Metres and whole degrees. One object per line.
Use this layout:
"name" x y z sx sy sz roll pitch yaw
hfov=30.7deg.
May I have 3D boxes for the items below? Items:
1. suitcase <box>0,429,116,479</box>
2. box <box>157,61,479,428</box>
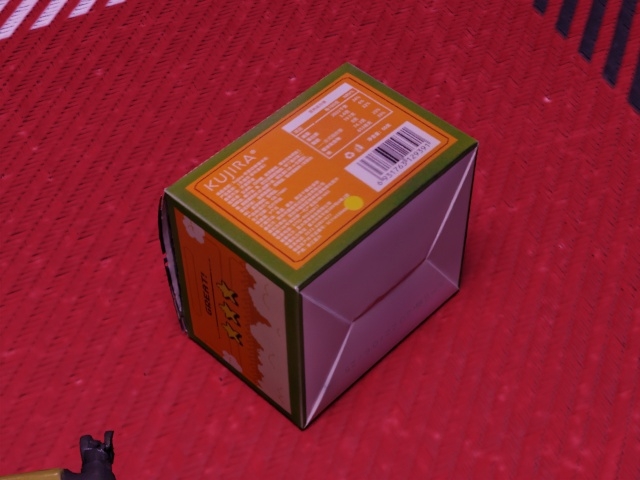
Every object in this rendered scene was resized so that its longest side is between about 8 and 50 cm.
"suitcase" -0.198 0.251 0.707 0.194 0.143 0.235 -8 49 -6
"box" 0.000 0.000 0.896 0.148 0.177 0.195 36 59 26
